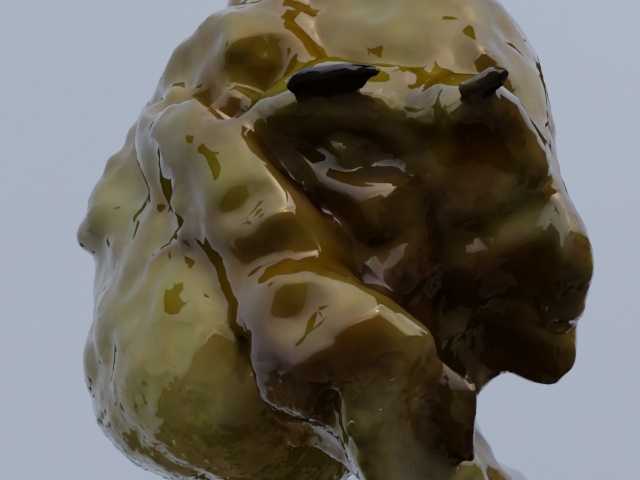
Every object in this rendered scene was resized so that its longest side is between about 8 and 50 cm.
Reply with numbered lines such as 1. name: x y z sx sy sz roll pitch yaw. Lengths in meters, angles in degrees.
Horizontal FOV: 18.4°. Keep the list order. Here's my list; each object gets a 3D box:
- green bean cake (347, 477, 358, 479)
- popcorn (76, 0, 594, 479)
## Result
1. green bean cake: -0.050 0.277 1.646 0.233 0.124 0.236 -14 -6 32
2. popcorn: 0.001 0.004 0.743 0.190 0.253 0.191 -9 -62 -2
